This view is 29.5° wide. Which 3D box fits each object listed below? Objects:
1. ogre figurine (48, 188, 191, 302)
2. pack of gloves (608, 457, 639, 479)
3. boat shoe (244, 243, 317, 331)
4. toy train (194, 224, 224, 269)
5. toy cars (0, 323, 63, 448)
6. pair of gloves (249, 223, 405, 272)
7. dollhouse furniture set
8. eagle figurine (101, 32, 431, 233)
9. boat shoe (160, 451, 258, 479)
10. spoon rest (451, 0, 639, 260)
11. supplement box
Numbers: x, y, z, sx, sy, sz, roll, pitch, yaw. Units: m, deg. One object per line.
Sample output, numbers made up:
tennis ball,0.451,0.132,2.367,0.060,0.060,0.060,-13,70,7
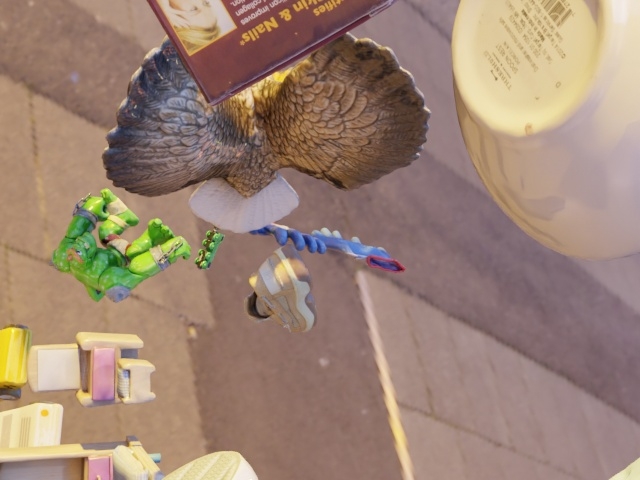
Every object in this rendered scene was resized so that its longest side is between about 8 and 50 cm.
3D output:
ogre figurine,-0.264,0.013,1.548,0.197,0.118,0.097,32,-22,19
pack of gloves,0.301,0.214,1.017,0.046,0.232,0.195,36,21,-18
boat shoe,-0.049,0.061,1.305,0.068,0.072,0.190,58,-9,23
toy train,-0.135,-0.001,1.540,0.024,0.017,0.083,23,90,-59
toy cars,-0.427,0.215,1.589,0.087,0.176,0.394,14,16,-28
pair of gloves,0.000,0.000,1.424,0.198,0.023,0.159,14,5,-21
dollhouse furniture set,-0.261,0.260,1.242,0.198,0.303,0.286,-1,95,-19
eagle figurine,-0.058,-0.107,1.030,0.225,0.226,0.298,41,6,-18
boat shoe,-0.095,0.199,0.567,0.226,0.083,0.075,-47,115,-36
spoon rest,0.077,-0.118,0.460,0.084,0.137,0.276,2,51,-39
supplement box,-0.048,-0.173,0.576,0.188,0.104,0.081,59,20,-9
